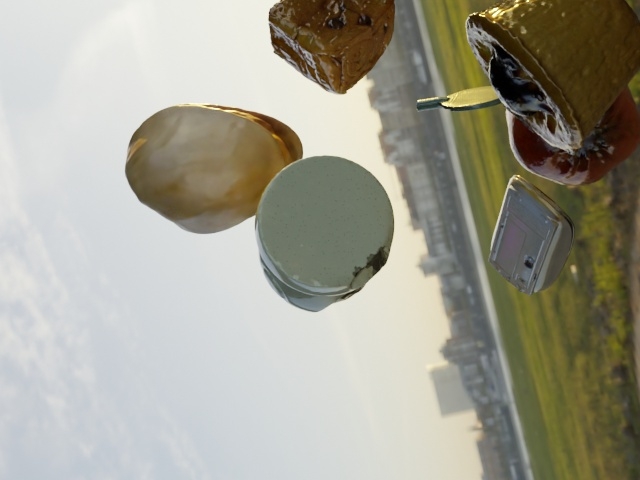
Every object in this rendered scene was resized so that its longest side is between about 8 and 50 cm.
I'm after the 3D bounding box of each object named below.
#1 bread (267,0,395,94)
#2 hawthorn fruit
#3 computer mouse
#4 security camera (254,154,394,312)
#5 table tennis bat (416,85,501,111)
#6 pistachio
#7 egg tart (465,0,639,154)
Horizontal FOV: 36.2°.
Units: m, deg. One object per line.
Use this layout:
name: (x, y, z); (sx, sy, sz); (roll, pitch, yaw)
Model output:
bread: (0.017, -0.324, 1.493); (0.143, 0.149, 0.158); (39, 172, 15)
hawthorn fruit: (0.423, -0.217, 1.703); (0.261, 0.224, 0.224); (-114, 6, -66)
computer mouse: (0.258, -0.008, 1.201); (0.102, 0.045, 0.199); (42, 157, 24)
security camera: (0.000, 0.000, 1.377); (0.236, 0.194, 0.194); (109, 150, -75)
table tennis bat: (0.229, -0.225, 1.566); (0.100, 0.155, 0.019); (-55, -44, -58)
pistachio: (-0.191, -0.129, 1.692); (0.230, 0.309, 0.230); (-6, -90, -71)
egg tart: (0.288, -0.223, 1.188); (0.215, 0.171, 0.215); (52, -179, -1)
